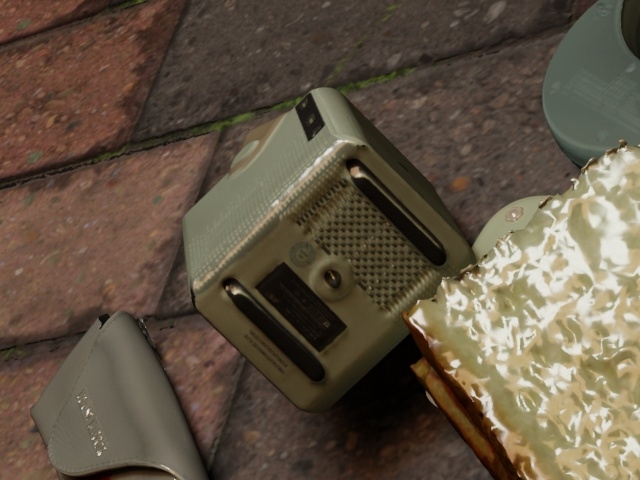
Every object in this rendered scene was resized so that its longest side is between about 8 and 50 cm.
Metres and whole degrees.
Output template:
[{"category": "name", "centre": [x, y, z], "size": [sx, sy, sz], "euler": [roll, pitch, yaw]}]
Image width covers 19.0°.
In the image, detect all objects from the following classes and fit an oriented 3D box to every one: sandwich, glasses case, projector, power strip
[{"category": "sandwich", "centre": [0.246, 0.064, 1.199], "size": [0.325, 0.131, 0.262], "euler": [-39, 52, 2]}, {"category": "glasses case", "centre": [-0.167, 0.167, 1.532], "size": [0.128, 0.083, 0.308], "euler": [-36, 35, 3]}, {"category": "projector", "centre": [0.000, 0.000, 1.462], "size": [0.177, 0.163, 0.242], "euler": [-43, 16, 8]}, {"category": "power strip", "centre": [0.265, -0.112, 1.482], "size": [0.167, 0.054, 0.253], "euler": [-43, 35, -1]}]

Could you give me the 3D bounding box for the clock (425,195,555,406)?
[{"category": "clock", "centre": [0.161, 0.055, 1.383], "size": [0.151, 0.062, 0.191], "euler": [6, 55, 44]}]
